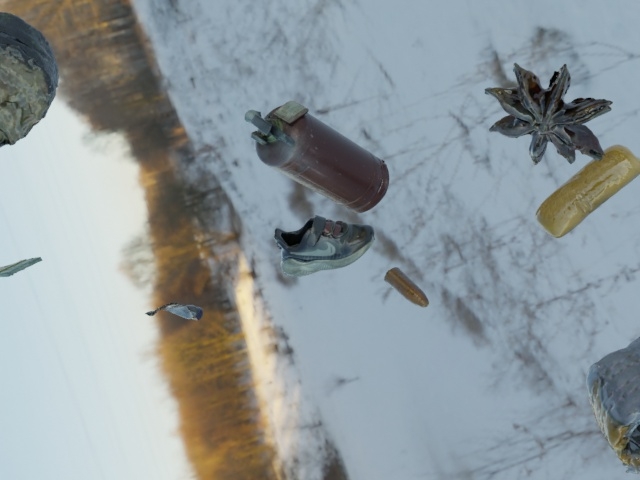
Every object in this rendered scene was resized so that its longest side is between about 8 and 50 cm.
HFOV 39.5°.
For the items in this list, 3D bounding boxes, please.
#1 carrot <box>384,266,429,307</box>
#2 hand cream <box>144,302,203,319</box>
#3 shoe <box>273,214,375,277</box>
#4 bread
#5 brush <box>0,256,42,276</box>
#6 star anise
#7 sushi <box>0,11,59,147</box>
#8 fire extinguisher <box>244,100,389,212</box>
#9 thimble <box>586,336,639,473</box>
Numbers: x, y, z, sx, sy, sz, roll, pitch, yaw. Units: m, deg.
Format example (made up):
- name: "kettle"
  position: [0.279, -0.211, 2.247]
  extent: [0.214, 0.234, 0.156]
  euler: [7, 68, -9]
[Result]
- name: "carrot"
  position: [0.202, 0.112, 2.055]
  extent: [0.139, 0.048, 0.048]
  euler: [42, 152, 47]
- name: "hand cream"
  position: [-0.359, 0.174, 2.218]
  extent: [0.163, 0.062, 0.039]
  euler: [14, -116, -53]
- name: "shoe"
  position: [0.000, 0.000, 1.896]
  extent: [0.112, 0.228, 0.099]
  euler: [56, -153, -29]
- name: "bread"
  position: [0.698, -0.136, 2.340]
  extent: [0.091, 0.305, 0.142]
  euler: [42, -165, -24]
- name: "brush"
  position: [-0.612, 0.055, 1.646]
  extent: [0.083, 0.205, 0.011]
  euler: [-36, -64, -55]
- name: "star anise"
  position: [0.457, -0.245, 1.791]
  extent: [0.288, 0.088, 0.288]
  euler: [28, 147, 20]
- name: "sushi"
  position: [-0.613, -0.271, 1.466]
  extent: [0.170, 0.350, 0.210]
  euler: [-92, 18, -47]
- name: "fire extinguisher"
  position: [-0.009, -0.123, 1.264]
  extent: [0.269, 0.105, 0.104]
  euler: [27, -150, -48]
- name: "thimble"
  position: [0.407, 0.196, 1.075]
  extent: [0.118, 0.151, 0.127]
  euler: [-94, -21, -58]
